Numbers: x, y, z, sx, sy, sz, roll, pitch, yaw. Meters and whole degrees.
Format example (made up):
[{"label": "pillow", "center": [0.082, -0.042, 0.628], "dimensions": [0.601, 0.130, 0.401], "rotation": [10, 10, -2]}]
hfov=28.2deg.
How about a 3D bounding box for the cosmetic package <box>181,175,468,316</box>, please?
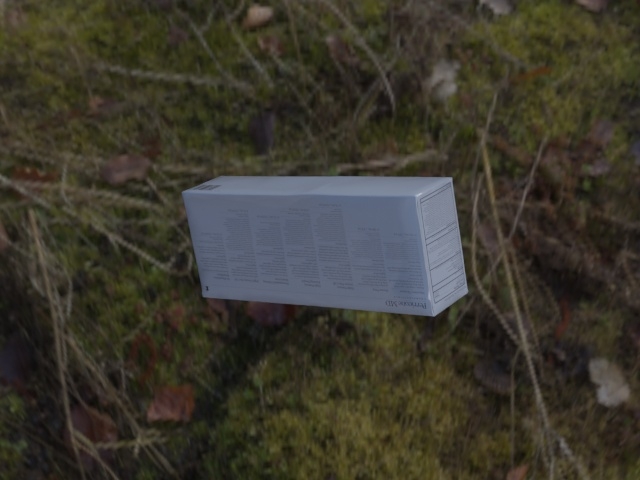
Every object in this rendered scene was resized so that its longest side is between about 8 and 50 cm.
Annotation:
[{"label": "cosmetic package", "center": [0.000, 0.000, 1.043], "dimensions": [0.239, 0.099, 0.060], "rotation": [3, 19, 37]}]
